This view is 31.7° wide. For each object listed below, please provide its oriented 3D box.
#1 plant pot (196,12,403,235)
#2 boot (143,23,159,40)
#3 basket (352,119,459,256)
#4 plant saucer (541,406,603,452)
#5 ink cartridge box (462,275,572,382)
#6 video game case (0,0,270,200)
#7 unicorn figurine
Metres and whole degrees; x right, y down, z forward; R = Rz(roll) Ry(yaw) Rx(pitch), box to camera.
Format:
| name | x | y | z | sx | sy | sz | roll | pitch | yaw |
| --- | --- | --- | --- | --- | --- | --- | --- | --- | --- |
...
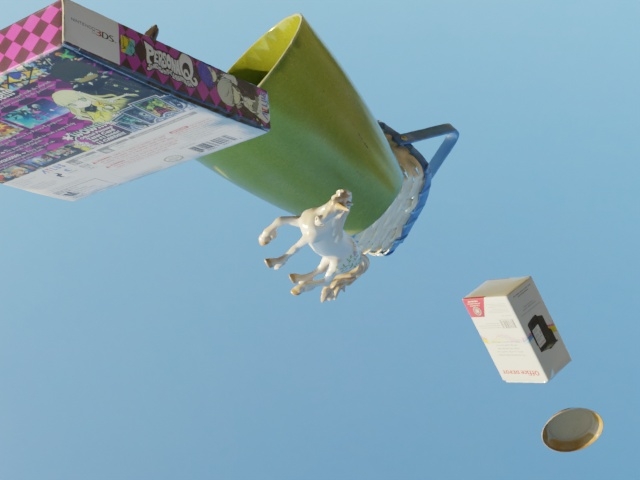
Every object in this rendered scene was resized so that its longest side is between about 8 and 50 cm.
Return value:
| name | x | y | z | sx | sy | sz | roll | pitch | yaw |
| --- | --- | --- | --- | --- | --- | --- | --- | --- | --- |
| plant pot | -0.019 | -0.149 | 1.741 | 0.275 | 0.293 | 0.275 | -42 | -160 | 19 |
| boot | -0.259 | -0.291 | 1.880 | 0.114 | 0.106 | 0.037 | 27 | -167 | -29 |
| basket | 0.113 | -0.102 | 2.068 | 0.289 | 0.255 | 0.201 | -8 | -133 | -44 |
| plant saucer | 0.333 | 0.248 | 1.496 | 0.083 | 0.083 | 0.015 | -4 | -143 | -4 |
| ink cartridge box | 0.347 | 0.158 | 1.991 | 0.072 | 0.175 | 0.127 | -34 | -168 | -29 |
| video game case | -0.192 | -0.095 | 0.862 | 0.232 | 0.042 | 0.210 | -16 | 160 | 35 |
| unicorn figurine | 0.000 | 0.000 | 1.109 | 0.111 | 0.162 | 0.060 | -28 | -118 | 12 |
